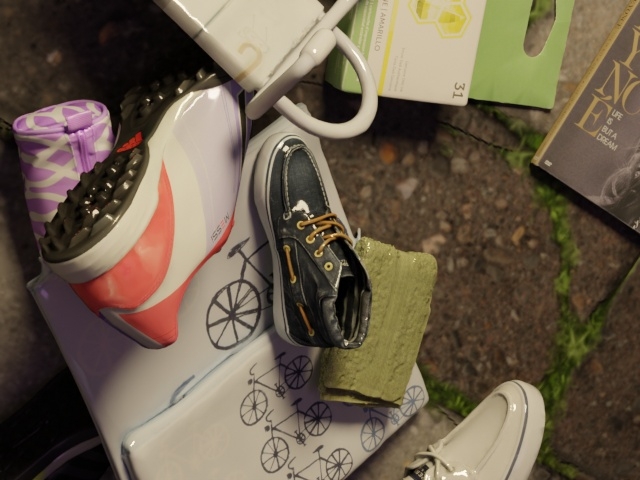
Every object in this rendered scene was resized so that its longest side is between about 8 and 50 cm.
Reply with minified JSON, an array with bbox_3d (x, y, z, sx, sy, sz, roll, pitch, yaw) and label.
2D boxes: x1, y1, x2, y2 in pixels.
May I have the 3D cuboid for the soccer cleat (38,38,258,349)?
[{"bbox_3d":[-0.104,-0.055,1.168,0.116,0.108,0.318,54,39,-27],"label":"soccer cleat"}]

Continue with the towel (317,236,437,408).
[{"bbox_3d":[0.050,0.075,1.332,0.110,0.027,0.148,15,89,-45],"label":"towel"}]

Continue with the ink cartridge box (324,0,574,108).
[{"bbox_3d":[0.131,-0.203,1.319,0.235,0.056,0.171,5,104,-21],"label":"ink cartridge box"}]

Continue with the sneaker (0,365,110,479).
[{"bbox_3d":[-0.218,0.180,1.298,0.234,0.084,0.097,-32,139,-9],"label":"sneaker"}]

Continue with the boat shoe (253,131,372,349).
[{"bbox_3d":[0.000,0.000,1.242,0.065,0.083,0.183,-14,101,-39],"label":"boat shoe"}]

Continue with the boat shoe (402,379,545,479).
[{"bbox_3d":[0.119,0.240,1.430,0.084,0.095,0.258,28,93,-31],"label":"boat shoe"}]

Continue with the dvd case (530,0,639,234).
[{"bbox_3d":[0.320,-0.129,1.438,0.164,0.018,0.221,30,93,-27],"label":"dvd case"}]

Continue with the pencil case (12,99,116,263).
[{"bbox_3d":[-0.190,-0.012,1.228,0.086,0.088,0.206,-20,112,-17],"label":"pencil case"}]

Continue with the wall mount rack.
[{"bbox_3d":[-0.038,-0.261,1.160,0.350,0.130,0.304,43,48,-9],"label":"wall mount rack"}]

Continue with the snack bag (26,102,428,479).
[{"bbox_3d":[-0.058,0.091,1.280,0.323,0.037,0.343,-36,120,-32],"label":"snack bag"}]
